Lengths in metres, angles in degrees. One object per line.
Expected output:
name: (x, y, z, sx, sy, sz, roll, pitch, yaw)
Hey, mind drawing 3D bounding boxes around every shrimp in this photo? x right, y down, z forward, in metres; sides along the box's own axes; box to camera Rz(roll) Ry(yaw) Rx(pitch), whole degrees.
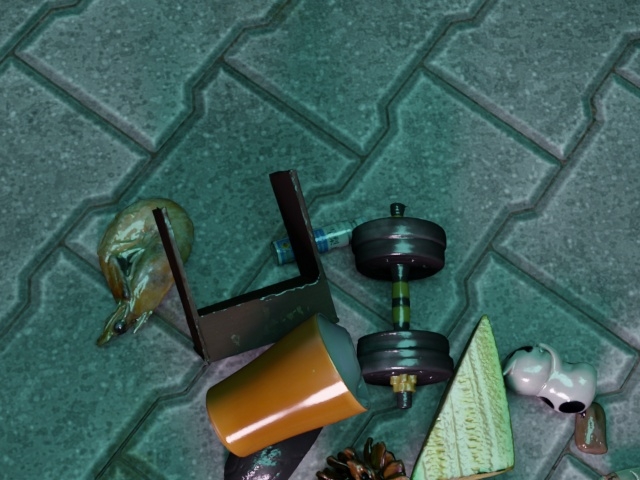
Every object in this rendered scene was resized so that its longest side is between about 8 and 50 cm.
shrimp: (-0.353, 0.053, 1.977, 0.168, 0.077, 0.317, 23, 66, 12)

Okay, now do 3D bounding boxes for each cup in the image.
cup: (-0.045, 0.253, 1.796, 0.264, 0.226, 0.182, -29, 71, 9)

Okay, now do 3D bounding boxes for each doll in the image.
doll: (0.426, 0.254, 1.977, 0.181, 0.110, 0.106, 24, 81, 2)

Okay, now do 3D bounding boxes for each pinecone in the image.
pinecone: (0.066, 0.443, 1.842, 0.195, 0.150, 0.179, -47, 38, -6)

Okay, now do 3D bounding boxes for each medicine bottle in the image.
medicine bottle: (0.000, 0.000, 2.041, 0.191, 0.051, 0.051, -16, 74, -11)

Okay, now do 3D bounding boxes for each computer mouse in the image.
computer mouse: (-0.090, 0.371, 1.897, 0.122, 0.073, 0.217, 33, 70, 5)

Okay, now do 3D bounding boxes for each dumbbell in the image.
dumbbell: (0.147, 0.116, 1.950, 0.185, 0.185, 0.388, 2, 72, -6)

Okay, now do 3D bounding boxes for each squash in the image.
squash: (0.234, 0.299, 1.937, 0.203, 0.111, 0.288, -9, 71, -5)

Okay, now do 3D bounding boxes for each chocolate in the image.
chocolate: (0.515, 0.351, 1.997, 0.065, 0.031, 0.100, 8, 69, -9)

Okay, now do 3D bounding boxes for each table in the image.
table: (-0.139, 0.042, 1.891, 0.251, 0.196, 0.282, -18, 96, -11)

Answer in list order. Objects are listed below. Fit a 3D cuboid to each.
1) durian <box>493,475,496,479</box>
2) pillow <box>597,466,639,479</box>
durian: (0.323, 0.613, 1.865, 0.169, 0.158, 0.351, -19, 72, -48)
pillow: (0.593, 0.529, 1.936, 0.128, 0.051, 0.229, -14, 75, -19)
